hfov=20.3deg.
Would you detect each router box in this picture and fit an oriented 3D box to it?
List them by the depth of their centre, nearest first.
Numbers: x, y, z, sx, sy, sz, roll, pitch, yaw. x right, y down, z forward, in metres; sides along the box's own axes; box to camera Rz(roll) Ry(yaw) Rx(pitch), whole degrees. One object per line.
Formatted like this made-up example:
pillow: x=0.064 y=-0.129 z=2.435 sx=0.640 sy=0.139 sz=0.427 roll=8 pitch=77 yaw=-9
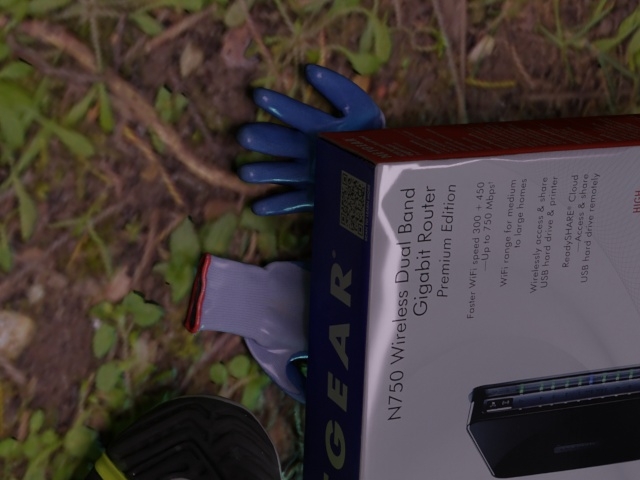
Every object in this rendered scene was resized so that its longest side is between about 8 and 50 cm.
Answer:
router box: x=0.141 y=0.095 z=1.094 sx=0.301 sy=0.082 sz=0.335 roll=-6 pitch=108 yaw=-24

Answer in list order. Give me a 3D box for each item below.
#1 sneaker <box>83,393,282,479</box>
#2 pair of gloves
sneaker: x=-0.071 y=0.277 z=1.028 sx=0.147 sy=0.145 sz=0.384 roll=-11 pitch=102 yaw=-75
pair of gloves: x=0.000 y=0.000 z=1.060 sx=0.159 sy=0.023 sz=0.198 roll=13 pitch=93 yaw=-38
